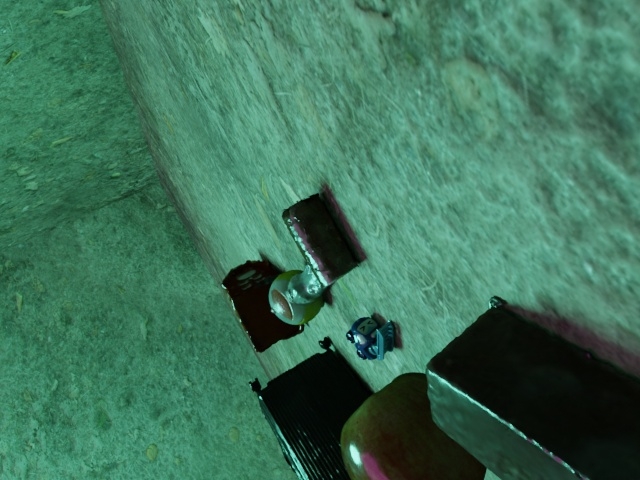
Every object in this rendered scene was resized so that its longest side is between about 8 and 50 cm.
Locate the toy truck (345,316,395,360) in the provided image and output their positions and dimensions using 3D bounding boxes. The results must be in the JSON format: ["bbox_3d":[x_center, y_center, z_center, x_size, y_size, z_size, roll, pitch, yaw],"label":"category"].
[{"bbox_3d":[0.092,0.161,0.784,0.073,0.056,0.090,58,149,-2],"label":"toy truck"}]

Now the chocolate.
[{"bbox_3d":[0.214,0.170,0.367,0.321,0.111,0.112,33,143,56],"label":"chocolate"}]

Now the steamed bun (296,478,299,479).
[{"bbox_3d":[0.032,0.981,1.669,0.324,0.323,0.207,-158,70,-63],"label":"steamed bun"}]

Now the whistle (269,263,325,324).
[{"bbox_3d":[-0.043,0.106,0.980,0.123,0.122,0.223,58,147,13],"label":"whistle"}]

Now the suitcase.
[{"bbox_3d":[0.015,0.417,1.058,0.335,0.229,0.152,43,154,46],"label":"suitcase"}]

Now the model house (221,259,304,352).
[{"bbox_3d":[-0.180,0.171,1.355,0.254,0.159,0.196,24,139,64],"label":"model house"}]

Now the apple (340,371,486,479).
[{"bbox_3d":[0.127,0.281,0.636,0.174,0.188,0.188,45,157,20],"label":"apple"}]

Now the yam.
[{"bbox_3d":[-0.001,0.000,0.766,0.141,0.079,0.079,60,162,4],"label":"yam"}]
